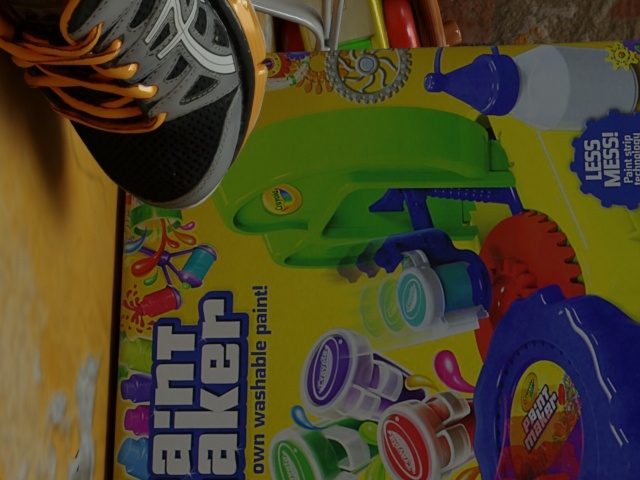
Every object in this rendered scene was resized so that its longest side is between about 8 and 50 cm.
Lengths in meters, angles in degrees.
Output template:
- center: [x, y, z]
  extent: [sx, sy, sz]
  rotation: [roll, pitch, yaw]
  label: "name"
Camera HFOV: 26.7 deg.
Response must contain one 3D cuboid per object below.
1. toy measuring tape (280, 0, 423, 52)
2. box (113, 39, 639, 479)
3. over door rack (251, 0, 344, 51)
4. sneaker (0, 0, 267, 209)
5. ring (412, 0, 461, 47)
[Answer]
- center: [0.012, -0.220, 1.087]
  extent: [0.121, 0.121, 0.330]
  rotation: [-70, 147, -72]
  label: "toy measuring tape"
- center: [0.058, 0.074, 0.639]
  extent: [0.177, 0.279, 0.290]
  rotation: [65, 24, -75]
  label: "box"
- center: [-0.006, -0.261, 0.760]
  extent: [0.324, 0.108, 0.239]
  rotation: [127, -33, -66]
  label: "over door rack"
- center: [-0.075, -0.081, 0.430]
  extent: [0.215, 0.084, 0.083]
  rotation: [77, 27, -47]
  label: "sneaker"
- center: [0.059, -0.284, 1.191]
  extent: [0.336, 0.032, 0.336]
  rotation: [159, -90, -89]
  label: "ring"
